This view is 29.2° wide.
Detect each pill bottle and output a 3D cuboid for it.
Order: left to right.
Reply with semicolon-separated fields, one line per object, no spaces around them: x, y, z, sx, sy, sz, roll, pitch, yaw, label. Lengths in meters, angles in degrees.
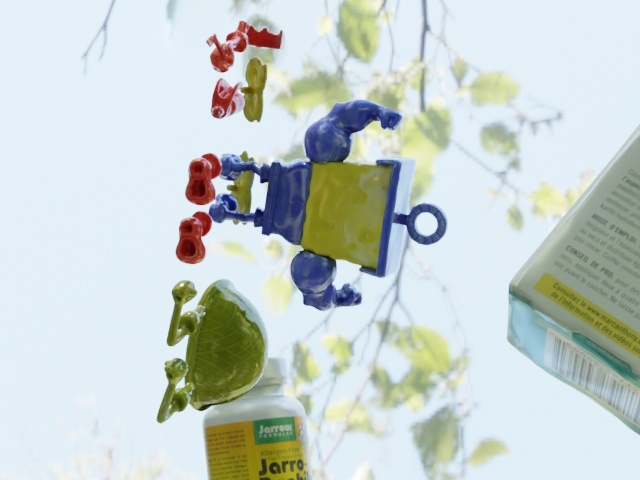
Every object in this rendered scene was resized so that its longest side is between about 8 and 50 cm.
-0.069;0.238;1.359;0.117;0.208;0.117;-6;-11;-1;pill bottle

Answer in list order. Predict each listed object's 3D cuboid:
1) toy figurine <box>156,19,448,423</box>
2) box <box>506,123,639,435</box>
0.000;0.000;1.085;0.217;0.191;0.362;9;-84;7;toy figurine
0.195;-0.027;0.558;0.100;0.244;0.060;35;-19;23;box
